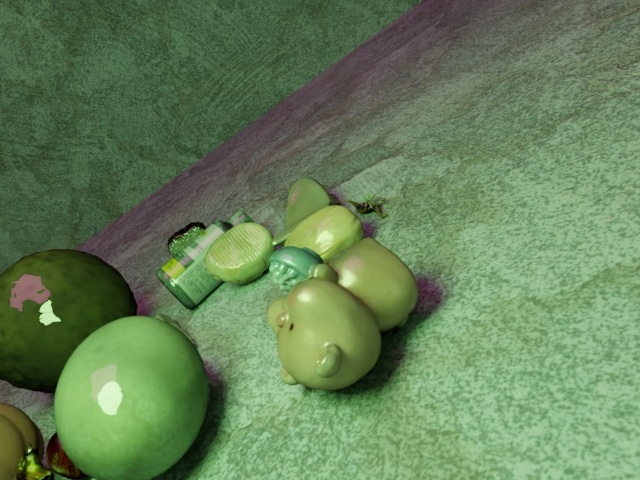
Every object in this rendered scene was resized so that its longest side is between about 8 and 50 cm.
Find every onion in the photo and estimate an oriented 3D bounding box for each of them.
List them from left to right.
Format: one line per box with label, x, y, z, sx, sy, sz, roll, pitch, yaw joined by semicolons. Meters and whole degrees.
onion;-0.483;0.418;1.074;0.117;0.118;0.118;-30;21;-16

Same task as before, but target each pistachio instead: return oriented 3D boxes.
pistachio;0.000;0.000;1.183;0.200;0.117;0.145;-28;12;17

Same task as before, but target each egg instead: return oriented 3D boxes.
egg;-0.331;0.272;0.955;0.258;0.258;0.352;-36;23;1

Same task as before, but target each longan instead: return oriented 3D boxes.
longan;-0.689;0.217;1.423;0.391;0.391;0.391;-30;24;15

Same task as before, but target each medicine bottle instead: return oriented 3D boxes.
medicine bottle;-0.299;0.045;1.489;0.293;0.141;0.141;-43;24;-17

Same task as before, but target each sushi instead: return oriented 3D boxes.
sushi;-0.462;-0.001;1.870;0.150;0.090;0.078;-35;27;-1

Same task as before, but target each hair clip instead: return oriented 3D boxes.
hair clip;-0.024;-0.067;1.382;0.172;0.113;0.282;-31;28;15

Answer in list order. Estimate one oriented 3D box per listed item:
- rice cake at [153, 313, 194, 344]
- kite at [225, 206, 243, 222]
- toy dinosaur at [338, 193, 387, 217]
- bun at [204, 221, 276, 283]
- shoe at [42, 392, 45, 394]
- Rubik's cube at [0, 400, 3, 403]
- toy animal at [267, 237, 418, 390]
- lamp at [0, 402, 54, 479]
rice cake;-0.372;0.233;1.334;0.256;0.057;0.052;12;78;61
kite;-0.360;0.002;1.712;0.368;0.014;0.406;-41;5;25
toy dinosaur;0.114;-0.090;1.305;0.058;0.037;0.180;-39;23;-18
bun;-0.203;0.039;1.379;0.188;0.111;0.164;-40;57;-16
shoe;-0.777;0.388;1.594;0.099;0.071;0.169;-25;28;30
Rubik's cube;-0.998;0.522;1.353;0.292;0.291;0.290;-42;24;-13
toy animal;0.035;0.116;0.853;0.221;0.229;0.210;-2;-22;-22
lamp;-0.655;0.473;1.038;0.305;0.240;0.305;15;-90;-89
